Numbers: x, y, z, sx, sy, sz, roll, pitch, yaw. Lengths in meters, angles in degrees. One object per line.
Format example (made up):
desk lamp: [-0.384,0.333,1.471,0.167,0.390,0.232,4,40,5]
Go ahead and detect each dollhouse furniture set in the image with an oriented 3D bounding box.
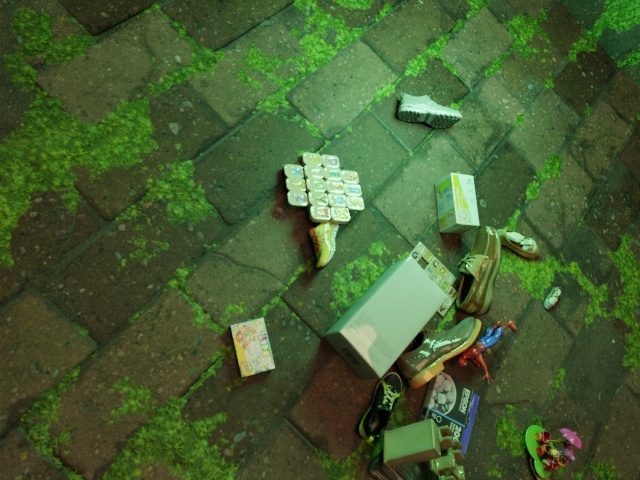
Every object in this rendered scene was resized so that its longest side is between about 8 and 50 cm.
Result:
dollhouse furniture set: [0.314,0.660,1.364,0.242,0.160,0.212,54,25,-22]

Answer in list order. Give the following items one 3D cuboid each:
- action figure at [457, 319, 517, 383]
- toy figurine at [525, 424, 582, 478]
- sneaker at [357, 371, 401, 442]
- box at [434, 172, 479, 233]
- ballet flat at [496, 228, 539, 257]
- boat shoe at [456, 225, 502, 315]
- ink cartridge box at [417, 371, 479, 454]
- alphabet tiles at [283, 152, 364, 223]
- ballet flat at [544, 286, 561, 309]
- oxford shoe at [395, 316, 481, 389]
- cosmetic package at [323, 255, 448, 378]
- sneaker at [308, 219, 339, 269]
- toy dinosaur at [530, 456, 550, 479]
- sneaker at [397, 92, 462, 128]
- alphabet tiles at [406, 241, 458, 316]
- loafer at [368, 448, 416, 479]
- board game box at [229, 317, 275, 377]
action figure: [0.589,0.398,1.618,0.280,0.091,0.139,-21,89,-30]
toy figurine: [0.801,0.702,1.549,0.130,0.159,0.173,23,53,-16]
sneaker: [0.201,0.517,1.422,0.084,0.097,0.235,37,64,-8]
box: [0.516,-0.138,1.748,0.103,0.114,0.203,5,73,-20]
ballet flat: [0.800,0.012,1.836,0.232,0.073,0.080,18,68,-16]
boat shoe: [0.562,0.105,1.656,0.119,0.122,0.325,10,85,-14]
ink cartridge box: [0.438,0.572,1.530,0.208,0.045,0.207,30,65,-12]
alphabet tiles: [0.015,-0.184,1.578,0.277,0.021,0.284,4,58,-21]
ballet flat: [0.932,0.228,1.839,0.041,0.041,0.114,44,63,-4]
oxford shoe: [0.402,0.340,1.547,0.363,0.130,0.133,-29,75,-31]
cosmetic package: [0.212,0.244,1.478,0.365,0.155,0.197,-41,91,-26]
sneaker: [0.000,0.000,1.521,0.094,0.081,0.209,19,56,-15]
toy dinosaur: [0.764,0.841,1.581,0.183,0.053,0.092,43,46,1]
sneaker: [0.445,-0.534,1.850,0.281,0.105,0.116,7,71,-19]
alphabet tiles: [0.390,0.151,1.664,0.237,0.009,0.198,45,63,-3]
loafer: [0.257,0.752,1.386,0.084,0.096,0.267,-44,85,-8]
board game box: [-0.203,0.316,1.364,0.103,0.026,0.154,-10,77,-25]
